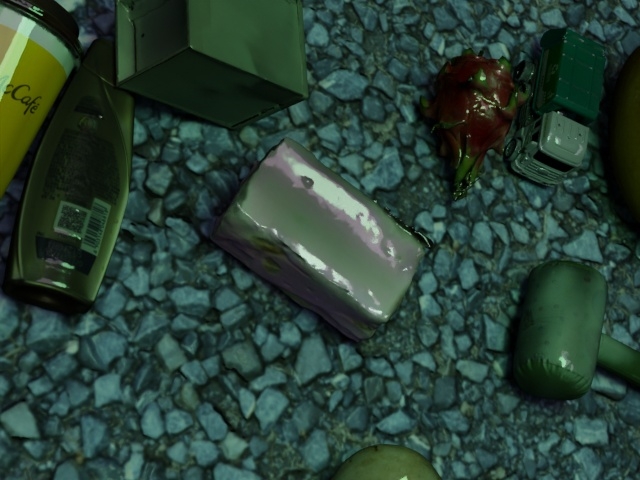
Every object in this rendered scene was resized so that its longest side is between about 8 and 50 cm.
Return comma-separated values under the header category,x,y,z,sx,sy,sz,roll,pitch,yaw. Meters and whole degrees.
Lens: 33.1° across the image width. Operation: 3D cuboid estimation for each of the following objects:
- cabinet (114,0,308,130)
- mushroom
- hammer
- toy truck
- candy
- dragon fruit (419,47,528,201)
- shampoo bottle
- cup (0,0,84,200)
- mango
category,x,y,z,sx,sy,sz,roll,pitch,yaw
cabinet,-0.142,-0.258,1.403,0.206,0.145,0.150,16,65,-46
mushroom,0.082,0.342,1.356,0.166,0.127,0.166,0,71,-1
hammer,0.437,0.172,1.603,0.336,0.119,0.206,26,64,-23
toy truck,0.372,-0.218,1.696,0.114,0.124,0.253,22,62,-16
candy,0.000,0.000,1.437,0.265,0.116,0.155,36,61,-11
dragon fruit,0.219,-0.174,1.605,0.137,0.135,0.235,27,80,-22
shampoo bottle,-0.296,-0.087,1.343,0.126,0.084,0.350,19,65,-22
cup,-0.405,-0.166,1.267,0.196,0.196,0.279,23,71,-17
mango,0.586,-0.161,1.726,0.264,0.221,0.377,10,77,-26
